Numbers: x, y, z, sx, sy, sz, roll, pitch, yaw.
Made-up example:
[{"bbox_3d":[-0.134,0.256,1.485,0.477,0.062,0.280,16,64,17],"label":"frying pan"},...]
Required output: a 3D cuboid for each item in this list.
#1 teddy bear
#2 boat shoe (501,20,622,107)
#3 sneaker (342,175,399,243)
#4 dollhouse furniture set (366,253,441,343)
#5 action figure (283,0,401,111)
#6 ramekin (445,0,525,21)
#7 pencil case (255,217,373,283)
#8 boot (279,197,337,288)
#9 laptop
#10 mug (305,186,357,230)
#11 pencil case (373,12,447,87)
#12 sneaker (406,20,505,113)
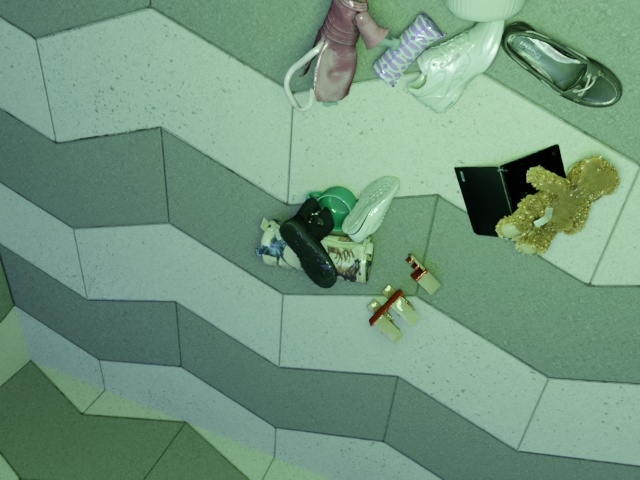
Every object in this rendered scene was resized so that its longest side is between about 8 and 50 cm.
[{"bbox_3d":[0.636,-0.099,1.521,0.245,0.113,0.338,23,118,-6],"label":"teddy bear"},{"bbox_3d":[0.589,-0.421,1.379,0.335,0.095,0.112,33,128,2],"label":"boat shoe"},{"bbox_3d":[0.168,-0.097,1.747,0.235,0.090,0.094,-49,128,3],"label":"sneaker"},{"bbox_3d":[0.252,0.182,1.830,0.135,0.262,0.259,44,94,-4],"label":"dollhouse furniture set"},{"bbox_3d":[0.043,-0.548,1.429,0.248,0.275,0.370,56,149,19],"label":"action figure"},{"bbox_3d":[0.387,-0.593,1.304,0.207,0.207,0.109,12,133,17],"label":"ramekin"},{"bbox_3d":[-0.009,0.034,1.889,0.409,0.160,0.184,10,156,20],"label":"pencil case"},{"bbox_3d":[0.000,0.000,1.713,0.094,0.207,0.247,-34,97,36],"label":"boot"},{"bbox_3d":[0.561,-0.139,1.621,0.264,0.137,0.234,-21,112,6],"label":"laptop"},{"bbox_3d":[0.047,-0.120,1.813,0.129,0.097,0.158,-31,103,36],"label":"mug"},{"bbox_3d":[0.231,-0.506,1.495,0.088,0.086,0.206,46,127,-2],"label":"pencil case"},{"bbox_3d":[0.342,-0.463,1.428,0.152,0.114,0.305,23,132,-19],"label":"sneaker"}]
